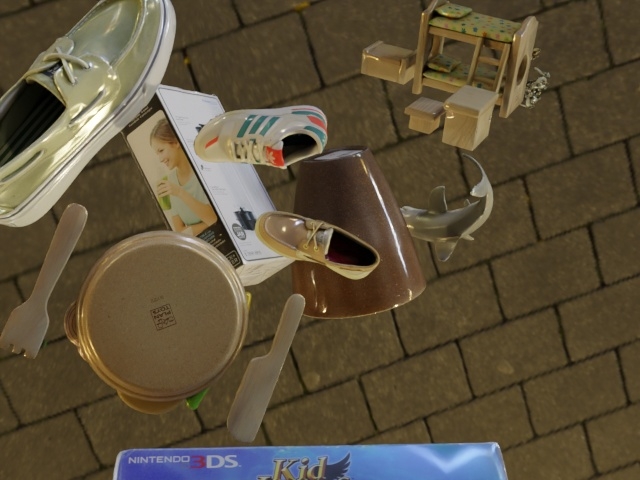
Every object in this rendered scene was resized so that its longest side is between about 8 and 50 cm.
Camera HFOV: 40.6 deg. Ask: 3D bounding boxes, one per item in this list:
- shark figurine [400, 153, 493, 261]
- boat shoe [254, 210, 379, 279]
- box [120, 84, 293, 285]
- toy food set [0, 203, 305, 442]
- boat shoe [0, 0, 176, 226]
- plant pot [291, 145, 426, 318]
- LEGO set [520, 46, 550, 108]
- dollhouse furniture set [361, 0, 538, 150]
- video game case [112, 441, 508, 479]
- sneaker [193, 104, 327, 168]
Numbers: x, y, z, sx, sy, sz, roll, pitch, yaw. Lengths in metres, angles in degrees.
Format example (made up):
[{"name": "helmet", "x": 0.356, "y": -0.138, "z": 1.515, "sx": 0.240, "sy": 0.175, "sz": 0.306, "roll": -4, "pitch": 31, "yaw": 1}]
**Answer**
[{"name": "shark figurine", "x": 0.230, "y": -0.025, "z": 1.475, "sx": 0.166, "sy": 0.278, "sz": 0.116, "roll": 32, "pitch": 61, "yaw": -17}, {"name": "boat shoe", "x": 0.000, "y": 0.000, "z": 0.890, "sx": 0.135, "sy": 0.045, "sz": 0.050, "roll": 19, "pitch": 71, "yaw": -19}, {"name": "box", "x": -0.162, "y": -0.076, "z": 1.249, "sx": 0.087, "sy": 0.169, "sz": 0.290, "roll": -32, "pitch": 80, "yaw": 24}, {"name": "toy food set", "x": -0.117, "y": 0.058, "z": 0.632, "sx": 0.192, "sy": 0.038, "sz": 0.133, "roll": 24, "pitch": 85, "yaw": -10}, {"name": "boat shoe", "x": -0.255, "y": -0.147, "z": 0.885, "sx": 0.109, "sy": 0.094, "sz": 0.302, "roll": 30, "pitch": 82, "yaw": 14}, {"name": "plant pot", "x": 0.043, "y": -0.025, "z": 1.352, "sx": 0.215, "sy": 0.215, "sz": 0.231, "roll": -11, "pitch": 105, "yaw": -5}, {"name": "LEGO set", "x": 0.246, "y": -0.182, "z": 1.000, "sx": 0.054, "sy": 0.023, "sz": 0.083, "roll": -43, "pitch": 142, "yaw": 1}, {"name": "dollhouse furniture set", "x": 0.109, "y": -0.188, "z": 0.898, "sx": 0.181, "sy": 0.161, "sz": 0.101, "roll": 19, "pitch": 125, "yaw": 23}, {"name": "video game case", "x": -0.018, "y": 0.232, "z": 0.675, "sx": 0.269, "sy": 0.061, "sz": 0.244, "roll": 1, "pitch": 143, "yaw": -9}, {"name": "sneaker", "x": -0.069, "y": -0.114, "z": 1.002, "sx": 0.161, "sy": 0.075, "sz": 0.057, "roll": -8, "pitch": 125, "yaw": 0}]
